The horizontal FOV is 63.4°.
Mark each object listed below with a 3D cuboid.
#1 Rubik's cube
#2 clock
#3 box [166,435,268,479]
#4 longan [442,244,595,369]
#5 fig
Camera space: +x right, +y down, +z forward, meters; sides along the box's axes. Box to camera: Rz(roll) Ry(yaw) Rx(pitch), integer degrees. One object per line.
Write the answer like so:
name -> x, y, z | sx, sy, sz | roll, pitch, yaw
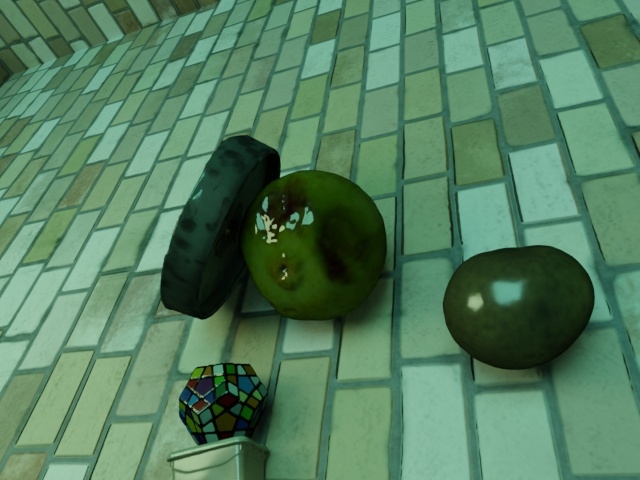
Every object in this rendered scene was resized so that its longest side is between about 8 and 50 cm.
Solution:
Rubik's cube -> -0.142, 0.239, 0.760 | 0.112, 0.133, 0.133 | -43, 38, 22
clock -> -0.161, -0.020, 0.884 | 0.067, 0.325, 0.324 | 23, 57, 5
box -> -0.137, 0.316, 0.706 | 0.122, 0.089, 0.062 | -18, 54, 11
longan -> 0.254, 0.083, 0.669 | 0.187, 0.167, 0.167 | -32, 42, -2
fig -> 0.000, 0.000, 0.852 | 0.240, 0.239, 0.271 | 2, 20, 29
